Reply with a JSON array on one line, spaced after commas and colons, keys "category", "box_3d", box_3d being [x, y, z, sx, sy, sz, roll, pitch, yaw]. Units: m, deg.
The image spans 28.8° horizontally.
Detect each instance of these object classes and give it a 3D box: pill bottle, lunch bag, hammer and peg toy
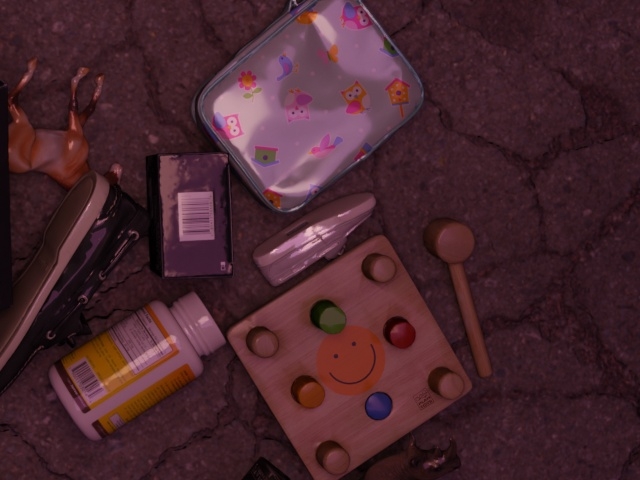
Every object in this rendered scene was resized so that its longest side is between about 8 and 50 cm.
[{"category": "pill bottle", "box_3d": [-0.233, 0.156, 1.604, 0.215, 0.117, 0.117, -32, 99, -9]}, {"category": "lunch bag", "box_3d": [-0.018, -0.190, 1.638, 0.279, 0.108, 0.224, -40, 97, -8]}, {"category": "hammer and peg toy", "box_3d": [0.089, 0.137, 1.668, 0.361, 0.127, 0.266, -31, 99, -9]}]

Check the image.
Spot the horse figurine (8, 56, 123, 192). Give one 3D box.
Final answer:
[{"category": "horse figurine", "box_3d": [-0.349, -0.138, 1.548, 0.263, 0.066, 0.174, 7, 94, -52]}]

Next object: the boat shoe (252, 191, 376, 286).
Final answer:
[{"category": "boat shoe", "box_3d": [0.000, 0.000, 1.677, 0.184, 0.066, 0.063, -33, 113, -11]}]

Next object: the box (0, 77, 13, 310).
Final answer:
[{"category": "box", "box_3d": [-0.530, -0.036, 1.363, 0.343, 0.179, 0.312, -22, 136, -35]}]

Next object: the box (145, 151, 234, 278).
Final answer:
[{"category": "box", "box_3d": [-0.169, -0.033, 1.587, 0.093, 0.158, 0.156, -2, 93, -13]}]

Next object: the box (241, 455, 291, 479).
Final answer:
[{"category": "box", "box_3d": [-0.098, 0.382, 1.587, 0.056, 0.231, 0.183, 40, 84, -8]}]

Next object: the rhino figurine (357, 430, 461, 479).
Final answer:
[{"category": "rhino figurine", "box_3d": [0.101, 0.332, 1.661, 0.106, 0.073, 0.243, 30, 125, -17]}]

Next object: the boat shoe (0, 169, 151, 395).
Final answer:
[{"category": "boat shoe", "box_3d": [-0.329, 0.078, 1.575, 0.113, 0.127, 0.340, 28, 96, -30]}]
